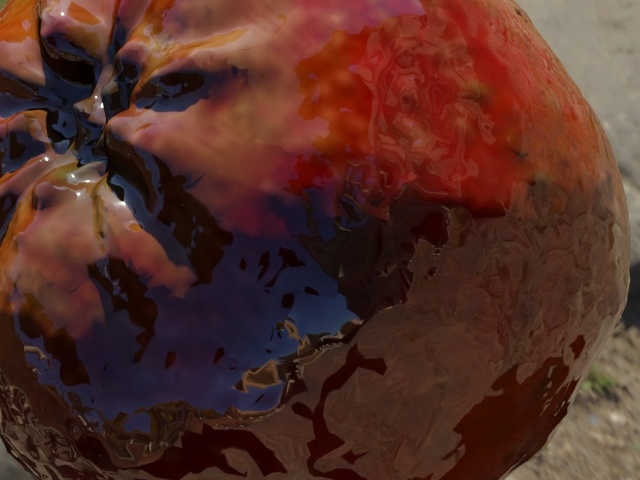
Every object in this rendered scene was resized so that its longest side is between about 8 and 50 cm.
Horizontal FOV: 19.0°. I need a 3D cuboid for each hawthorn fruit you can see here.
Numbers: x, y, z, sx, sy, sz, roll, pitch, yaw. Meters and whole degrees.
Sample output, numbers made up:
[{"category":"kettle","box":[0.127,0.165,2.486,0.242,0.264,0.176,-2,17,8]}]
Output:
[{"category":"hawthorn fruit","box":[0.000,0.000,0.517,0.179,0.200,0.179,-16,66,38]}]
